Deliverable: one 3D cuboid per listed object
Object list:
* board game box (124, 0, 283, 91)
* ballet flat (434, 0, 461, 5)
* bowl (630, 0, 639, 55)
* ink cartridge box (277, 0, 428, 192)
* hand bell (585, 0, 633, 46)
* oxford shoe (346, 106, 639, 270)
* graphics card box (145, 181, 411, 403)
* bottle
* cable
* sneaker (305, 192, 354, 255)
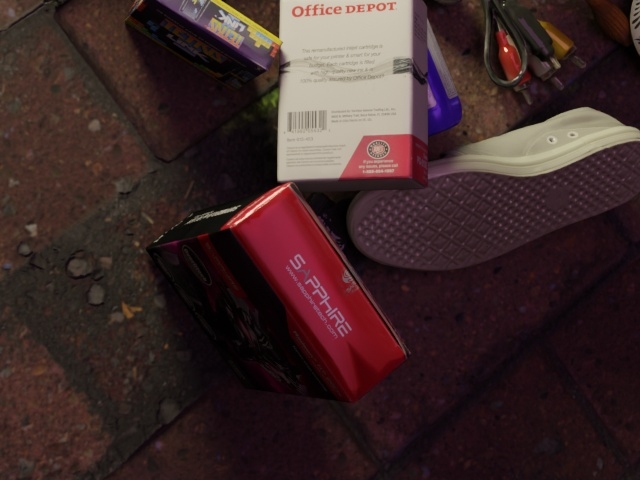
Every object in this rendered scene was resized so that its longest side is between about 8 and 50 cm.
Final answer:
[{"bbox_3d":[-0.147,-0.259,1.600,0.170,0.141,0.048,31,77,-15],"label":"board game box"},{"bbox_3d":[0.096,-0.402,1.748,0.249,0.058,0.084,30,114,-11],"label":"ballet flat"},{"bbox_3d":[0.537,-0.315,1.848,0.170,0.080,0.170,1,88,-21],"label":"bowl"},{"bbox_3d":[0.042,-0.184,1.594,0.171,0.100,0.237,-1,84,17],"label":"ink cartridge box"},{"bbox_3d":[0.375,-0.352,1.816,0.242,0.126,0.126,41,73,-36],"label":"hand bell"},{"bbox_3d":[0.234,-0.075,1.740,0.449,0.130,0.169,-17,129,-18],"label":"oxford shoe"},{"bbox_3d":[-0.063,0.065,1.491,0.094,0.371,0.233,-38,101,-18],"label":"graphics card box"},{"bbox_3d":[0.087,-0.267,1.699,0.092,0.118,0.283,-30,98,-55],"label":"bottle"},{"bbox_3d":[0.245,-0.322,1.807,0.139,0.072,0.287,-34,86,-10],"label":"cable"},{"bbox_3d":[-0.001,0.001,1.686,0.089,0.051,0.170,37,71,-11],"label":"sneaker"}]
